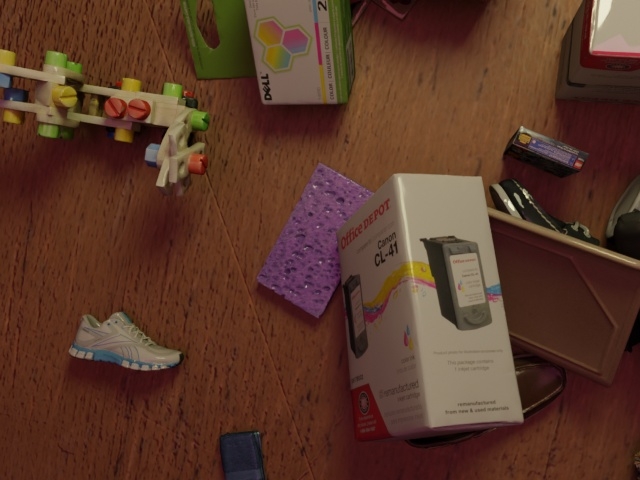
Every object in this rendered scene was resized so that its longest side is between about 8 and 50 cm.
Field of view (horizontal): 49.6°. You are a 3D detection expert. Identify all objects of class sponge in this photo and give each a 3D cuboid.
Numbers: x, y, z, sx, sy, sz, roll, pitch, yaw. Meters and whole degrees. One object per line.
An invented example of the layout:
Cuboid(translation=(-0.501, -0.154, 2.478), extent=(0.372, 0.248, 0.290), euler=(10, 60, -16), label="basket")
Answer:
Cuboid(translation=(0.000, 0.000, 1.062), extent=(0.117, 0.031, 0.210), euler=(30, 97, 8), label="sponge")

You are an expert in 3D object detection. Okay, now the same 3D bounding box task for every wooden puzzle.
Cuboid(translation=(0.300, 0.071, 0.916), extent=(0.221, 0.044, 0.238), euler=(24, 140, 28), label="wooden puzzle")

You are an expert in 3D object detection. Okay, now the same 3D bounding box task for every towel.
Cuboid(translation=(-0.122, 0.361, 1.096), extent=(0.067, 0.029, 0.119), euler=(-8, 91, 10), label="towel")

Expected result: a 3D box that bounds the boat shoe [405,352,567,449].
Cuboid(translation=(0.235, 0.241, 0.996), extent=(0.258, 0.095, 0.095), euler=(-26, 87, 10), label="boat shoe")

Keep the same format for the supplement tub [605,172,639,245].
Cuboid(translation=(0.498, -0.007, 0.932), extent=(0.190, 0.117, 0.117), euler=(28, 96, 7), label="supplement tub")

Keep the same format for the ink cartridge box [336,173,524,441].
Cuboid(translation=(0.125, 0.095, 0.895), extent=(0.131, 0.226, 0.306), euler=(0, 71, -20), label="ink cartridge box")

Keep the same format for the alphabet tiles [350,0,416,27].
Cuboid(translation=(0.074, -0.505, 1.044), extent=(0.285, 0.011, 0.342), euler=(36, 97, 6), label="alphabet tiles")

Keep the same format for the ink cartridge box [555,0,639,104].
Cuboid(translation=(0.409, -0.245, 0.880), extent=(0.172, 0.237, 0.100), euler=(6, 90, 10), label="ink cartridge box")

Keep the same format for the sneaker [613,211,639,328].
Cuboid(translation=(0.444, 0.083, 0.868), extent=(0.286, 0.109, 0.130), euler=(50, 56, -24), label="sneaker")

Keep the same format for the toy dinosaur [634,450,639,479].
Cuboid(translation=(0.573, 0.333, 0.874), extent=(0.164, 0.218, 0.322), euler=(37, 144, -26), label="toy dinosaur")

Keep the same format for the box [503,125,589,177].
Cuboid(translation=(0.305, -0.119, 0.951), extent=(0.094, 0.137, 0.027), euler=(25, 95, 9), label="box")

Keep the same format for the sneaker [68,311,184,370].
Cuboid(translation=(-0.308, 0.158, 1.104), extent=(0.191, 0.071, 0.082), euler=(8, 87, 9), label="sneaker")

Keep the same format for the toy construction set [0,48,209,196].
Cuboid(translation=(-0.294, -0.184, 1.014), extent=(0.328, 0.215, 0.151), euler=(25, 96, 8), label="toy construction set")

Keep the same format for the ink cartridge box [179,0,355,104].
Cuboid(translation=(-0.086, -0.296, 0.992), extent=(0.255, 0.097, 0.188), euler=(1, 129, 11), label="ink cartridge box")

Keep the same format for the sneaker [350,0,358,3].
Cuboid(translation=(-0.015, -0.395, 1.024), extent=(0.171, 0.063, 0.074), euler=(14, 100, 14), label="sneaker")

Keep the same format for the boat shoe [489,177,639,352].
Cuboid(translation=(0.349, 0.027, 0.967), extent=(0.091, 0.114, 0.302), euler=(-35, 98, 8), label="boat shoe")
